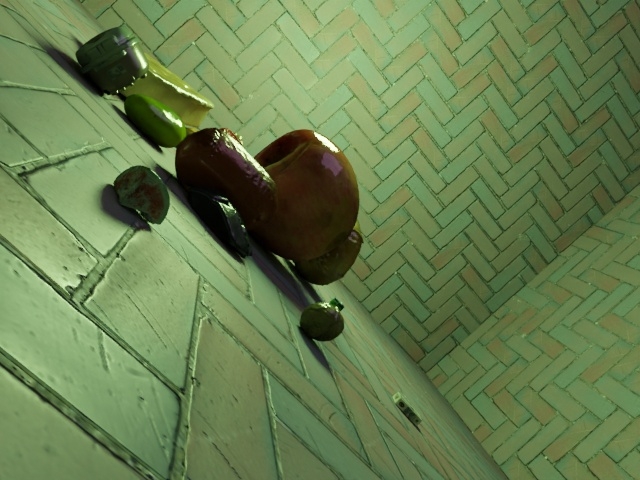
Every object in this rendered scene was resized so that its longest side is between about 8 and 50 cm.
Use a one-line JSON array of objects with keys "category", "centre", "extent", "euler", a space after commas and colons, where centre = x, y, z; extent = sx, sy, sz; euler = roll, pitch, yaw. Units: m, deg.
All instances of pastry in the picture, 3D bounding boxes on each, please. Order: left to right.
[{"category": "pastry", "centre": [0.000, 0.000, 1.820], "extent": [0.184, 0.284, 0.315], "euler": [27, 18, -27]}]

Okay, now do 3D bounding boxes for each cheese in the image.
[{"category": "cheese", "centre": [-0.489, -0.466, 1.631], "extent": [0.384, 0.104, 0.384], "euler": [36, 11, -8]}]

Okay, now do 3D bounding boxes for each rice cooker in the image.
[{"category": "rice cooker", "centre": [-0.467, -0.407, 1.223], "extent": [0.127, 0.145, 0.206], "euler": [59, -2, -30]}]

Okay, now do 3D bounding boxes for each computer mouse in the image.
[{"category": "computer mouse", "centre": [-0.198, -0.048, 1.108], "extent": [0.192, 0.062, 0.106], "euler": [47, 1, 12]}]

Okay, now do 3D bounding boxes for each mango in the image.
[{"category": "mango", "centre": [-0.395, -0.282, 1.298], "extent": [0.163, 0.089, 0.117], "euler": [24, 29, -57]}]

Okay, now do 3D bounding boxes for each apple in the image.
[{"category": "apple", "centre": [-0.056, -0.122, 1.570], "extent": [0.364, 0.364, 0.364], "euler": [48, 1, -1]}]

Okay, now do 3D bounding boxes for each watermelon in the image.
[{"category": "watermelon", "centre": [-0.233, -0.052, 0.693], "extent": [0.085, 0.085, 0.061], "euler": [48, 41, 0]}]

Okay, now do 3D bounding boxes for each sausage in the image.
[{"category": "sausage", "centre": [-0.206, -0.132, 1.211], "extent": [0.268, 0.153, 0.141], "euler": [46, 36, -26]}]

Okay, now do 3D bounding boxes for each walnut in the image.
[{"category": "walnut", "centre": [0.003, 0.162, 1.075], "extent": [0.092, 0.092, 0.092], "euler": [48, 1, -1]}]

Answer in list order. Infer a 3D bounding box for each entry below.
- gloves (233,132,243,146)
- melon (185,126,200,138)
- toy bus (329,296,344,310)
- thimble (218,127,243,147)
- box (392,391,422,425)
[{"category": "gloves", "centre": [-0.397, -0.357, 2.226], "extent": [0.331, 0.141, 0.154], "euler": [26, -46, 67]}, {"category": "melon", "centre": [-0.425, -0.323, 1.709], "extent": [0.128, 0.079, 0.160], "euler": [31, 11, 16]}, {"category": "toy bus", "centre": [0.058, 0.229, 1.915], "extent": [0.031, 0.037, 0.083], "euler": [49, 1, 27]}, {"category": "thimble", "centre": [-0.298, -0.247, 1.655], "extent": [0.189, 0.125, 0.163], "euler": [52, 16, -61]}, {"category": "box", "centre": [0.228, 0.443, 1.421], "extent": [0.083, 0.024, 0.054], "euler": [47, -1, -1]}]
